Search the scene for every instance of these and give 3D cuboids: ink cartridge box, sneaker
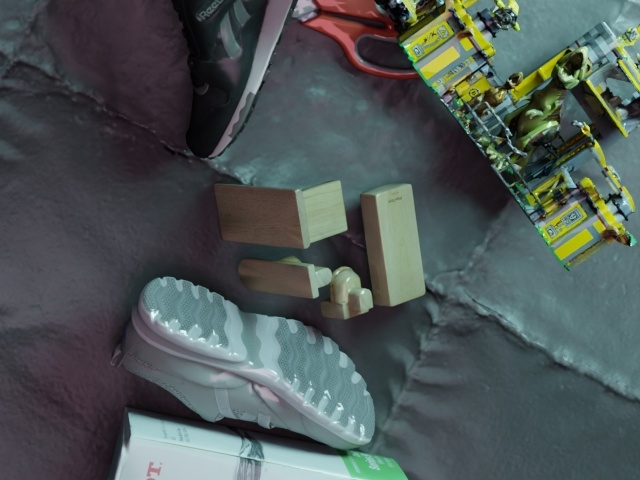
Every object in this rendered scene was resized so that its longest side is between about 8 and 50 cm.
[{"bbox_3d":[-0.078,0.299,1.945,0.289,0.121,0.211,13,99,-10],"label":"ink cartridge box"},{"bbox_3d":[-0.074,0.133,1.944,0.281,0.105,0.115,29,130,-17],"label":"sneaker"},{"bbox_3d":[-0.094,-0.216,1.834,0.124,0.107,0.283,19,115,-9],"label":"sneaker"}]

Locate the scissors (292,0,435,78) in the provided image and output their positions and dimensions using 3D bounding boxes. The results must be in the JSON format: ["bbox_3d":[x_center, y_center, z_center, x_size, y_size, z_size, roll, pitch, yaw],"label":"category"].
[{"bbox_3d":[-0.019,-0.216,1.903,0.297,0.021,0.109,3,103,-10],"label":"scissors"}]

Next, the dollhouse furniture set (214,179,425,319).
[{"bbox_3d":[0.000,0.000,1.947,0.151,0.123,0.144,-19,106,-40],"label":"dollhouse furniture set"}]

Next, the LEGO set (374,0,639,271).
[{"bbox_3d":[0.217,-0.158,1.831,0.192,0.255,0.331,-35,103,9],"label":"LEGO set"}]
